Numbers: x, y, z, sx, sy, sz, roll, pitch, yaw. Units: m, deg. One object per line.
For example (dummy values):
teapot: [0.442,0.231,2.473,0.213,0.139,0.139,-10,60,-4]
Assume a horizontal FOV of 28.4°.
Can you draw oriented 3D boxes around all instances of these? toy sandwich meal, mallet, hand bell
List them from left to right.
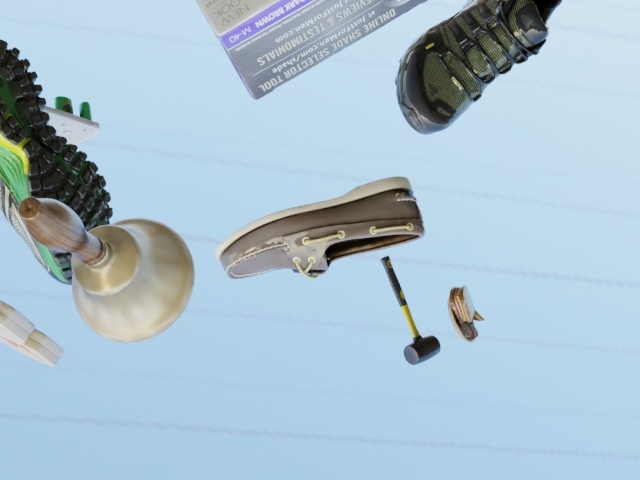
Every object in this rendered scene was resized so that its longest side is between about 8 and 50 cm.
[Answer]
hand bell: [-0.206,0.005,1.122,0.126,0.242,0.126,-3,-107,11]
mallet: [0.137,0.119,2.125,0.062,0.039,0.190,-31,-85,-40]
toy sandwich meal: [0.205,0.102,1.774,0.085,0.029,0.086,46,-149,-39]

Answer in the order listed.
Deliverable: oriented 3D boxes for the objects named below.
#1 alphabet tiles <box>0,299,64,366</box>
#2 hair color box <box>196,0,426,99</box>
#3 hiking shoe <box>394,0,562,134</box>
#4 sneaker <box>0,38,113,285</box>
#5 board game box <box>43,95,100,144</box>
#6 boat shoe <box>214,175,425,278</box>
alphabet tiles: [-0.364,0.036,1.108,0.284,0.278,0.021,22,-107,17]
hair color box: [-0.060,-0.307,1.103,0.185,0.110,0.339,-31,-119,1]
hiking shoe: [0.160,-0.195,1.227,0.086,0.114,0.227,46,-117,-16]
sneaker: [-0.395,-0.094,1.667,0.134,0.146,0.344,-40,-71,-48]
board game box: [-0.597,-0.164,1.873,0.390,0.389,0.050,16,-120,-53]
boat shoe: [0.000,0.000,1.943,0.324,0.116,0.097,-18,-110,-2]
